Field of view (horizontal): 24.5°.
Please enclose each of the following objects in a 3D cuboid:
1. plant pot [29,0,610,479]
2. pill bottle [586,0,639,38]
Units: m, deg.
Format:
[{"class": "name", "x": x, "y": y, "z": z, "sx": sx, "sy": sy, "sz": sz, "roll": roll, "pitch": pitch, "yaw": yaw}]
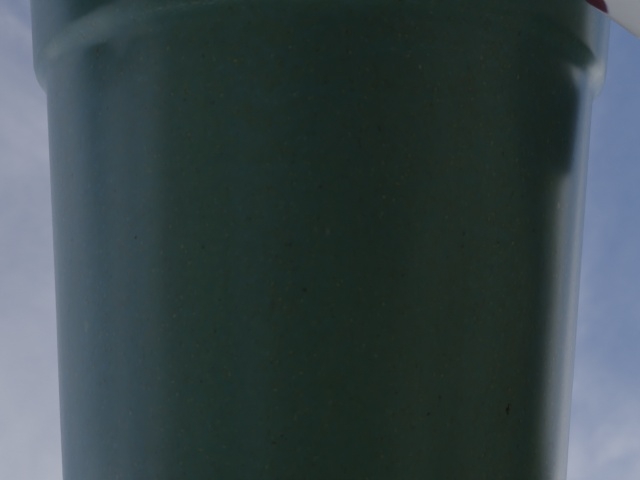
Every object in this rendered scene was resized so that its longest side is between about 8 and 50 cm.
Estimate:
[{"class": "plant pot", "x": 0.000, "y": 0.000, "z": 0.786, "sx": 0.341, "sy": 0.341, "sz": 0.334, "roll": 7, "pitch": -103, "yaw": -29}, {"class": "pill bottle", "x": 0.100, "y": -0.189, "z": 0.369, "sx": 0.392, "sy": 0.224, "sz": 0.224, "roll": 39, "pitch": -108, "yaw": -23}]
